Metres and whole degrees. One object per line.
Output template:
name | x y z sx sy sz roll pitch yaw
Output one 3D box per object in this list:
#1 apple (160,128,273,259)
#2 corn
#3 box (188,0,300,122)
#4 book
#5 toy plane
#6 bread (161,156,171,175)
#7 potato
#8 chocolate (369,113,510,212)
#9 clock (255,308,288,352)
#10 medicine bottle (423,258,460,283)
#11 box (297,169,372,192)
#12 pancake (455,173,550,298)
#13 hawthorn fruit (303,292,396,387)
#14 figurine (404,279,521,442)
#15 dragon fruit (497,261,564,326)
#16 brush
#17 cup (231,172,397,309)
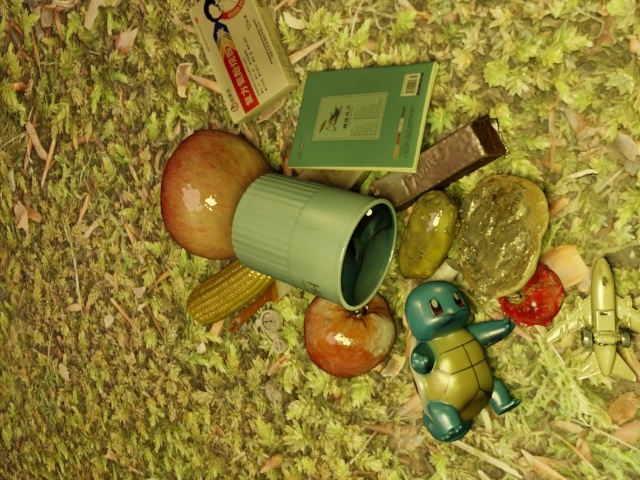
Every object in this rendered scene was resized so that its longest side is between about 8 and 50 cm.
apple | -0.259 -0.112 1.835 0.269 0.345 0.345 21 109 19
corn | -0.244 0.129 1.969 0.344 0.131 0.131 -35 78 35
box | -0.211 -0.524 1.882 0.214 0.069 0.353 -27 80 34
book | 0.089 -0.293 1.663 0.379 0.031 0.264 7 79 39
toy plane | 0.586 0.165 1.436 0.242 0.104 0.256 -2 103 20
bread | -0.423 -0.209 2.065 0.070 0.083 0.077 -38 80 23
potato | 0.249 -0.005 1.605 0.113 0.149 0.251 7 125 -6
chocolate | 0.263 -0.169 1.587 0.321 0.112 0.112 -29 83 34
clock | -0.136 0.261 1.973 0.087 0.041 0.129 -28 77 30
medicine bottle | 0.287 0.088 1.647 0.052 0.052 0.089 47 120 19
box | 0.039 -0.173 1.771 0.141 0.058 0.201 47 121 19
pancake | 0.384 -0.013 1.504 0.282 0.049 0.282 -34 50 52
hawthorn fruit | 0.053 0.224 1.722 0.263 0.231 0.235 -27 71 29
figurine | 0.313 0.299 1.579 0.243 0.298 0.416 -149 48 -63
dragon fruit | 0.445 0.130 1.514 0.153 0.111 0.153 9 106 36
brush | -0.176 0.180 1.984 0.314 0.017 0.090 -42 46 33
cup | 0.001 -0.019 1.643 0.311 0.331 0.257 18 114 28
